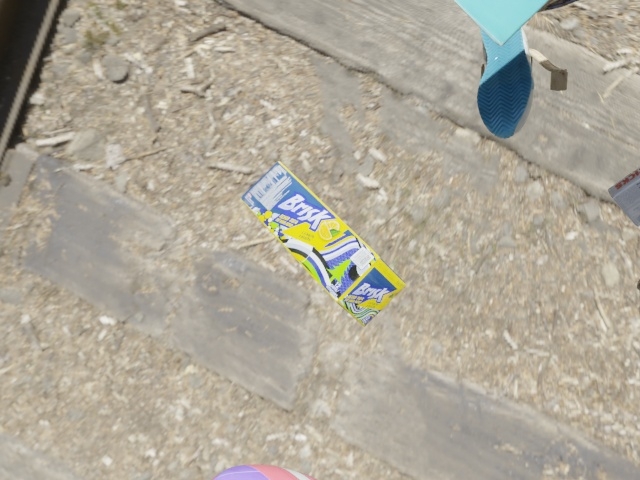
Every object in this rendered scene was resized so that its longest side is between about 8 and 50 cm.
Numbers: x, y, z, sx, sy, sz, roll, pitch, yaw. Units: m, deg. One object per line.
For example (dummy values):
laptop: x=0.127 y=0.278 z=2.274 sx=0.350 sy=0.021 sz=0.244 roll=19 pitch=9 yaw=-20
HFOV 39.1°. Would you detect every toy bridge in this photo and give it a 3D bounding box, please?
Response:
toy bridge: x=0.339 y=-0.287 z=1.501 sx=0.026 sy=0.188 sz=0.063 roll=-10 pitch=107 yaw=-30

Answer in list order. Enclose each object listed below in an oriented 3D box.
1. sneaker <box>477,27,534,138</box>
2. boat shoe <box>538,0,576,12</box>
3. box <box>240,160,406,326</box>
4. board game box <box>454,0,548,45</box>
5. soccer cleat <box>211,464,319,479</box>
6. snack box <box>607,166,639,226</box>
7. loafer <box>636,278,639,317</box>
sneaker: x=0.296 y=-0.249 z=1.404 sx=0.087 sy=0.092 sz=0.228 roll=-7 pitch=58 yaw=24
boat shoe: x=0.453 y=-0.463 z=1.494 sx=0.285 sy=0.092 sz=0.102 roll=-29 pitch=76 yaw=-9
box: x=0.000 y=0.000 z=0.811 sx=0.054 sy=0.059 sz=0.169 roll=-45 pitch=49 yaw=1
board game box: x=0.249 y=-0.342 z=0.815 sx=0.079 sy=0.253 sz=0.336 roll=42 pitch=109 yaw=-12
soccer cleat: x=0.038 y=0.218 z=0.594 sx=0.248 sy=0.083 sz=0.095 roll=35 pitch=144 yaw=-7
snack box: x=0.442 y=-0.090 z=1.092 sx=0.178 sy=0.022 sz=0.064 roll=-38 pitch=120 yaw=20
loafer: x=0.572 y=0.073 z=1.534 sx=0.080 sy=0.078 sz=0.220 roll=-18 pitch=132 yaw=-15
